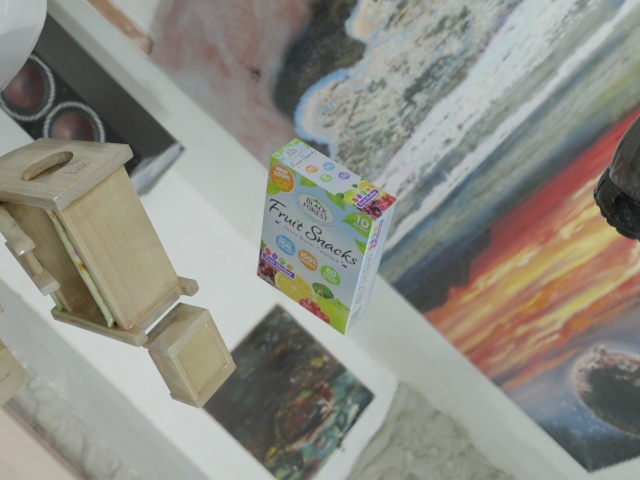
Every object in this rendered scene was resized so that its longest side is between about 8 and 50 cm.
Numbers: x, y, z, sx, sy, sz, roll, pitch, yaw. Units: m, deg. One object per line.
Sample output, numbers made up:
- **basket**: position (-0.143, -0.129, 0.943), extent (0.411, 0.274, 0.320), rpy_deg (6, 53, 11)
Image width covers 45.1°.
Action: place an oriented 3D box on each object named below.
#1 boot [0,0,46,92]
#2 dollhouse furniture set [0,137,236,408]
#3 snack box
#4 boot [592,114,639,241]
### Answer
- **boot**: position (-0.275, -0.106, 0.442), extent (0.258, 0.123, 0.095), rpy_deg (-35, 149, 10)
- **dollhouse furniture set**: position (-0.167, 0.057, 0.471), extent (0.101, 0.182, 0.161), rpy_deg (9, -138, 38)
- **snack box**: position (0.000, 0.000, 0.630), extent (0.037, 0.100, 0.141), rpy_deg (-42, 155, -38)
- **boot**: position (0.411, -0.095, 0.618), extent (0.118, 0.338, 0.223), rpy_deg (-100, -168, -45)
